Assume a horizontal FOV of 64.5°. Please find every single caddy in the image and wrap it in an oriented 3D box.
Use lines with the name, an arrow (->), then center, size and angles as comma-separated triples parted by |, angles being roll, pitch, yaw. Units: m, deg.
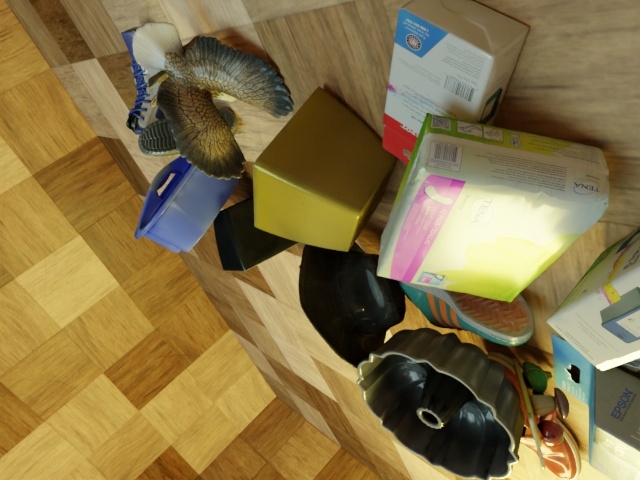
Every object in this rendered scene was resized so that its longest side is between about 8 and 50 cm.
caddy -> -0.381, -0.126, 1.411 | 0.179, 0.342, 0.241 | 38, 160, -21

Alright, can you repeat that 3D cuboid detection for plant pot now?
plant pot -> 0.014, -0.104, 0.927 | 0.187, 0.212, 0.212 | 30, 153, 9
plant pot -> -0.200, -0.028, 1.428 | 0.187, 0.188, 0.167 | -6, 111, 62

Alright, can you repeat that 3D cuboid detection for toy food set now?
toy food set -> 0.398, 0.290, 0.899 | 0.071, 0.218, 0.128 | -16, 104, 16

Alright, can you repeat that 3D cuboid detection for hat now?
hat -> 0.099, 0.101, 1.053 | 0.133, 0.331, 0.331 | -19, 114, 32

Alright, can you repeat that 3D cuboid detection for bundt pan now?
bundt pan -> 0.237, 0.300, 0.983 | 0.330, 0.124, 0.331 | 25, 138, 25

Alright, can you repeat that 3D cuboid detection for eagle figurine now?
eagle figurine -> -0.228, -0.307, 1.048 | 0.298, 0.225, 0.226 | 49, 148, 27

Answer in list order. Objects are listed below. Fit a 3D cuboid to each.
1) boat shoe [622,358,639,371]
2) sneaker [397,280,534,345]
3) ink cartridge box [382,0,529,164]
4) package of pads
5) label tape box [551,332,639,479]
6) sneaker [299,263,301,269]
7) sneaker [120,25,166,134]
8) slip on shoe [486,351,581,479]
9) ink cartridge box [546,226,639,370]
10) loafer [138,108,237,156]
boat shoe -> 0.445, 0.156, 0.734 | 0.066, 0.066, 0.183 | 52, 162, -29
sneaker -> 0.265, 0.118, 0.945 | 0.302, 0.108, 0.121 | 33, 154, 48
ink cartridge box -> 0.163, -0.191, 0.674 | 0.134, 0.078, 0.231 | 39, 154, 22
package of pads -> 0.217, -0.024, 0.698 | 0.228, 0.101, 0.297 | 11, 150, 2
label tape box -> 0.496, 0.311, 0.778 | 0.333, 0.106, 0.241 | 27, 160, 39
sneaker -> 0.004, 0.102, 1.406 | 0.162, 0.063, 0.073 | 29, 153, 38
sneaker -> -0.424, -0.365, 1.284 | 0.127, 0.182, 0.316 | 17, 141, 48
slip on shoe -> 0.428, 0.386, 1.065 | 0.331, 0.101, 0.123 | 53, 154, -11
ink cartridge box -> 0.378, 0.041, 0.564 | 0.093, 0.154, 0.212 | 45, 157, 12
loafer -> -0.320, -0.251, 1.250 | 0.087, 0.250, 0.095 | 73, -172, -76
